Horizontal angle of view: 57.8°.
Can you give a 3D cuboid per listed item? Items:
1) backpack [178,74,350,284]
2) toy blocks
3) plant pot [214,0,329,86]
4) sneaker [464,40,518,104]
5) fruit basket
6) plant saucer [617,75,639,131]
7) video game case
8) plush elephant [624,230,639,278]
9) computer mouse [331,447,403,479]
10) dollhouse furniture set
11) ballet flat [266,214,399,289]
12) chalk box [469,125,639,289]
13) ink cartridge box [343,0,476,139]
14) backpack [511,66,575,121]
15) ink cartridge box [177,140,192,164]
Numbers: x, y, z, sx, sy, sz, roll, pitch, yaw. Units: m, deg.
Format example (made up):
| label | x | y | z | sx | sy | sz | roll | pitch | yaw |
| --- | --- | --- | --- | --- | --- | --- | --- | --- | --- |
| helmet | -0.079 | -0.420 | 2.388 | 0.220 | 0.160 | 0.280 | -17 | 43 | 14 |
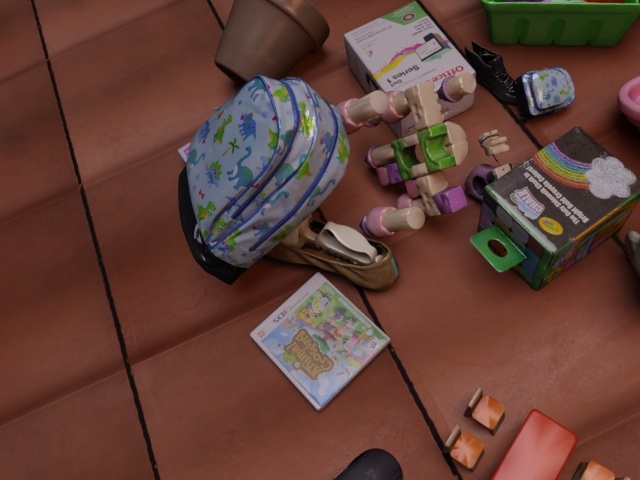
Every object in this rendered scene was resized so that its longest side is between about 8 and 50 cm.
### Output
| label | x | y | z | sx | sy | sz | roll | pitch | yaw |
| --- | --- | --- | --- | --- | --- | --- | --- | --- | --- |
| backpack | -0.111 | -0.137 | 1.086 | 0.355 | 0.273 | 0.290 | -26 | 53 | 17 |
| toy blocks | 0.181 | -0.173 | 1.205 | 0.308 | 0.260 | 0.289 | -21 | 97 | -27 |
| plant pot | -0.144 | -0.493 | 1.435 | 0.263 | 0.263 | 0.229 | 34 | 91 | 25 |
| sneaker | 0.404 | -0.387 | 1.340 | 0.051 | 0.089 | 0.170 | -40 | 62 | -11 |
| fruit basket | 0.551 | -0.642 | 1.294 | 0.391 | 0.392 | 0.283 | 6 | 63 | 14 |
| plant saucer | 0.770 | -0.265 | 1.143 | 0.331 | 0.084 | 0.332 | -10 | 28 | 5 |
| video game case | -0.003 | 0.193 | 1.145 | 0.193 | 0.023 | 0.212 | -42 | 63 | -12 |
| plush elephant | 0.651 | 0.037 | 0.964 | 0.255 | 0.272 | 0.330 | 45 | 102 | 2 |
| computer mouse | 0.054 | 0.482 | 0.957 | 0.262 | 0.060 | 0.184 | -38 | 61 | -10 |
| dollhouse furniture set | 0.309 | 0.394 | 0.912 | 0.262 | 0.135 | 0.259 | 30 | 71 | 23 |
| ballet flat | 0.000 | 0.000 | 1.178 | 0.342 | 0.124 | 0.116 | 22 | 58 | 18 |
| chalk box | 0.421 | -0.041 | 1.102 | 0.288 | 0.179 | 0.180 | -33 | 62 | -7 |
| ink cartridge box | 0.208 | -0.404 | 1.370 | 0.201 | 0.117 | 0.278 | -26 | 61 | -4 |
| backpack | 0.502 | -0.330 | 1.284 | 0.114 | 0.084 | 0.105 | -15 | 93 | -8 |
| ink cartridge box | -0.180 | -0.148 | 1.343 | 0.185 | 0.065 | 0.311 | -34 | 63 | -7 |
